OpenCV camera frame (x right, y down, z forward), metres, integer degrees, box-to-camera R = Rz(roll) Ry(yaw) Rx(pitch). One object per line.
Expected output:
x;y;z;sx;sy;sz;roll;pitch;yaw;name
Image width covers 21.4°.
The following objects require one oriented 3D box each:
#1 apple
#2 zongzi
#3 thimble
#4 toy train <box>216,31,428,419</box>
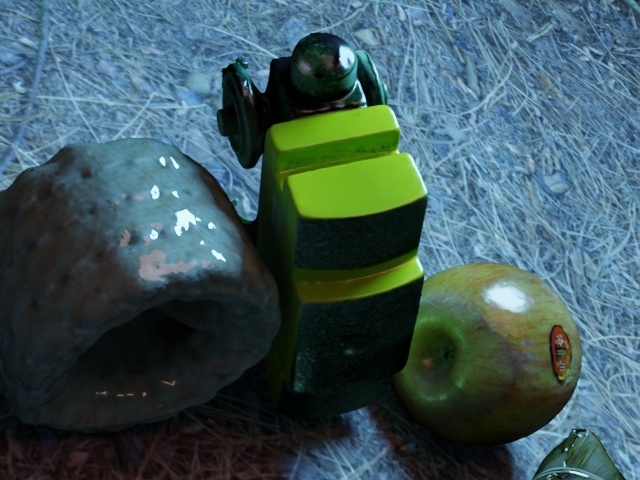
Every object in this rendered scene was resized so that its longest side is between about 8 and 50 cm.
0.185;0.129;1.911;0.188;0.211;0.211;-4;50;-44;apple
0.303;0.351;1.823;0.248;0.111;0.241;47;35;6;zongzi
-0.199;0.052;1.643;0.291;0.291;0.195;0;49;-39;thimble
0.000;0.000;1.744;0.179;0.442;0.272;-11;55;-13;toy train
